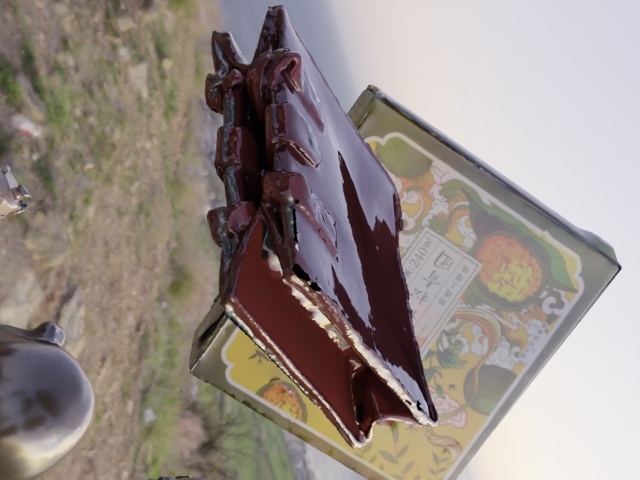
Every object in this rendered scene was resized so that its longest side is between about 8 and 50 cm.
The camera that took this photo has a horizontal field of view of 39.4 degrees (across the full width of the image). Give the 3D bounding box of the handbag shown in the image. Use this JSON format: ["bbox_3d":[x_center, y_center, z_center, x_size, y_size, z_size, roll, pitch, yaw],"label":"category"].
[{"bbox_3d":[0.002,0.000,0.681,0.275,0.084,0.260,56,23,-48],"label":"handbag"}]

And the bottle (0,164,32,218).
[{"bbox_3d":[-0.516,-0.063,1.337,0.099,0.152,0.099,-20,90,-88],"label":"bottle"}]

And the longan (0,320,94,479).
[{"bbox_3d":[-0.502,0.253,1.404,0.243,0.300,0.300,73,4,-60],"label":"longan"}]

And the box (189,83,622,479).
[{"bbox_3d":[0.098,0.077,1.124,0.373,0.420,0.138,34,8,-12],"label":"box"}]

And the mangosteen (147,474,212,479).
[{"bbox_3d":[-0.157,0.397,0.996,0.228,0.228,0.265,63,11,-61],"label":"mangosteen"}]
